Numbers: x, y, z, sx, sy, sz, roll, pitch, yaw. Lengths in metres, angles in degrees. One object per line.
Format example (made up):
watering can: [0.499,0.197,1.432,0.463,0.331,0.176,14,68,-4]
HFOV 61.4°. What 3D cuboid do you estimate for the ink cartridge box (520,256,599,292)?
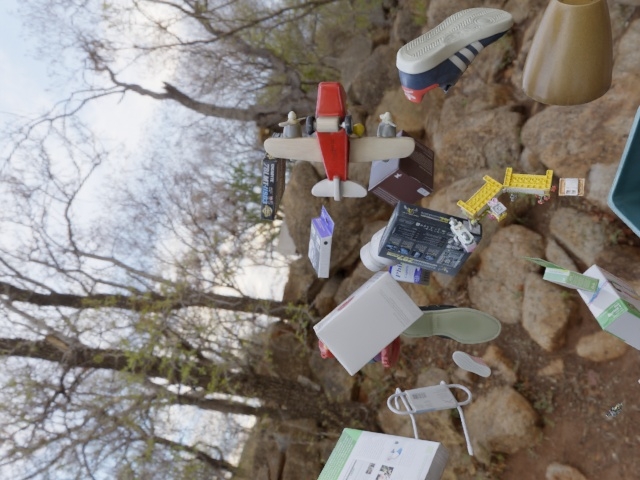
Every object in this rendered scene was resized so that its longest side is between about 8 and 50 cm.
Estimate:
ink cartridge box: [0.857,0.122,1.960,0.171,0.235,0.056,-169,96,-86]

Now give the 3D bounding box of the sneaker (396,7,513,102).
sneaker: [0.339,-0.466,1.365,0.350,0.131,0.148,-30,-42,-15]

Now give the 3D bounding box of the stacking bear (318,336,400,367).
stacking bear: [0.129,0.370,1.956,0.164,0.289,0.175,15,-110,-64]

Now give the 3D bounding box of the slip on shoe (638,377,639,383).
slip on shoe: [1.039,0.408,1.683,0.041,0.136,0.051,65,161,18]

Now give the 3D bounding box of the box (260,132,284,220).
box: [-0.205,-0.286,2.386,0.293,0.074,0.295,-82,-2,-56]

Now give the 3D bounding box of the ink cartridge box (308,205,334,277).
ink cartridge box: [0.000,0.000,1.953,0.206,0.045,0.208,-118,32,-66]

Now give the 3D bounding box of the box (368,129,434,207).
box: [0.295,-0.252,1.953,0.167,0.169,0.203,-35,34,45]

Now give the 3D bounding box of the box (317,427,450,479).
box: [0.131,0.582,1.306,0.058,0.322,0.232,54,-128,-22]

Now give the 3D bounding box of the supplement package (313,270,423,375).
supplement package: [0.144,0.254,1.705,0.293,0.175,0.177,-40,0,-5]

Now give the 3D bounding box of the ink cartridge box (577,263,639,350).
ink cartridge box: [1.086,0.240,1.969,0.117,0.202,0.278,-55,17,27]

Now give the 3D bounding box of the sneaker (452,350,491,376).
sneaker: [0.511,0.414,1.830,0.050,0.134,0.070,-64,-9,9]

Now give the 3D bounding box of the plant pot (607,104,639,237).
plant pot: [0.743,-0.115,0.991,0.247,0.253,0.247,-109,8,-46]

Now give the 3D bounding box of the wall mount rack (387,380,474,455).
wall mount rack: [0.444,0.695,2.112,0.304,0.351,0.130,-115,22,-58]

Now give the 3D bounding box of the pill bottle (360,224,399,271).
pill bottle: [0.246,0.012,1.805,0.229,0.131,0.131,-37,20,41]

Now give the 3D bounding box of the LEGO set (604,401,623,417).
LEGO set: [0.761,0.441,1.387,0.054,0.023,0.083,-50,-33,17]

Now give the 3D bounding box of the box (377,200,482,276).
box: [0.290,0.000,1.455,0.183,0.233,0.059,107,178,-49]

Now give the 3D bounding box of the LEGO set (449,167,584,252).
LEGO set: [0.418,-0.076,1.177,0.107,0.287,0.132,54,-167,-56]

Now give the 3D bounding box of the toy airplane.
toy airplane: [0.061,-0.326,1.797,0.384,0.386,0.272,-37,31,41]

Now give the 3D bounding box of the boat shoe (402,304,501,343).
boat shoe: [0.435,0.277,1.844,0.113,0.341,0.127,-62,-32,-77]

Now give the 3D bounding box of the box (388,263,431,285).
box: [0.324,0.089,1.936,0.072,0.137,0.126,14,-96,-48]

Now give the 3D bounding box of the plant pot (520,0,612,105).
plant pot: [0.668,-0.531,1.434,0.254,0.237,0.237,73,-151,-48]
